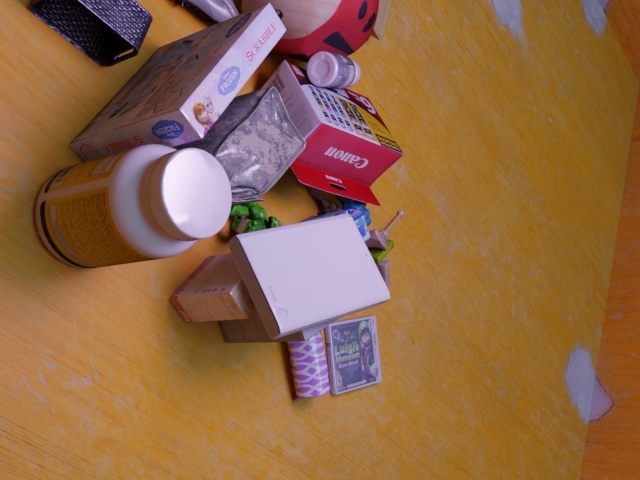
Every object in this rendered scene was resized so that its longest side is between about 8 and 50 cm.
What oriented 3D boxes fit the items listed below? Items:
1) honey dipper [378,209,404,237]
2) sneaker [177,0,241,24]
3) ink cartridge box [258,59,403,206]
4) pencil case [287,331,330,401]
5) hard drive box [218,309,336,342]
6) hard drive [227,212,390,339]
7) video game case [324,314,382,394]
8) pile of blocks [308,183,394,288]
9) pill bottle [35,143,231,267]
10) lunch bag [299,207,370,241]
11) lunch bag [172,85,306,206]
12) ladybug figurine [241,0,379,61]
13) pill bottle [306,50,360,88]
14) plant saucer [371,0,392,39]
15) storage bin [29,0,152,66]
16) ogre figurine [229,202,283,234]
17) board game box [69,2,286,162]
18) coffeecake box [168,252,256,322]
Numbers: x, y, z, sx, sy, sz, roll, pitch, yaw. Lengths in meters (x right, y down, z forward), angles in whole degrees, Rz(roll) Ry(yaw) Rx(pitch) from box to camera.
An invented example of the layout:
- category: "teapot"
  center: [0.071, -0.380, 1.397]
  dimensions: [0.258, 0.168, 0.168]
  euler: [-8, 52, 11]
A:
- category: "honey dipper"
  center: [0.191, -0.039, 2.119]
  dimensions: [0.161, 0.030, 0.031]
  euler: [-45, 118, -44]
- category: "sneaker"
  center: [-0.255, -0.516, 1.639]
  dimensions: [0.108, 0.100, 0.271]
  euler: [-42, 129, -7]
- category: "ink cartridge box"
  center: [0.035, -0.238, 1.798]
  dimensions: [0.309, 0.130, 0.272]
  euler: [11, 43, -48]
- category: "pencil case"
  center: [-0.030, 0.258, 1.778]
  dimensions: [0.088, 0.086, 0.206]
  euler: [-42, 124, -82]
- category: "hard drive box"
  center: [-0.074, 0.138, 1.629]
  dimensions: [0.181, 0.232, 0.089]
  euler: [-29, 106, -48]
- category: "hard drive"
  center: [-0.014, 0.060, 1.522]
  dimensions: [0.307, 0.040, 0.203]
  euler: [-12, 71, -45]
- category: "video game case"
  center: [0.084, 0.283, 1.951]
  dimensions: [0.190, 0.022, 0.173]
  euler: [-3, 86, -49]
- category: "pile of blocks"
  center: [0.101, -0.051, 1.924]
  dimensions: [0.112, 0.148, 0.362]
  euler: [-45, 117, -43]
- category: "pill bottle"
  center: [-0.311, -0.056, 1.304]
  dimensions: [0.187, 0.333, 0.188]
  euler: [9, 78, -48]
- category: "lunch bag"
  center: [0.000, 0.000, 1.778]
  dimensions: [0.219, 0.176, 0.090]
  euler: [-32, 108, -46]
- category: "lunch bag"
  center: [-0.204, -0.148, 1.518]
  dimensions: [0.287, 0.235, 0.169]
  euler: [-55, 127, -39]
- category: "ladybug figurine"
  center: [0.001, -0.509, 1.733]
  dimensions: [0.162, 0.305, 0.449]
  euler: [61, 21, 8]
- category: "pill bottle"
  center: [0.033, -0.383, 1.764]
  dimensions: [0.137, 0.078, 0.078]
  euler: [-14, 95, -61]
- category: "plant saucer"
  center: [0.096, -0.749, 2.044]
  dimensions: [0.333, 0.080, 0.333]
  euler: [46, 51, -49]
- category: "storage bin"
  center: [-0.410, -0.409, 1.405]
  dimensions: [0.180, 0.122, 0.084]
  euler: [37, 58, -40]
- category: "ogre figurine"
  center: [-0.147, -0.034, 1.675]
  dimensions: [0.097, 0.197, 0.118]
  euler: [-43, 141, 8]
- category: "board game box"
  center: [-0.257, -0.277, 1.414]
  dimensions: [0.066, 0.318, 0.319]
  euler: [53, 49, -30]
- category: "coffeecake box"
  center: [-0.185, 0.089, 1.542]
  dimensions: [0.142, 0.185, 0.068]
  euler: [-51, 121, -40]
